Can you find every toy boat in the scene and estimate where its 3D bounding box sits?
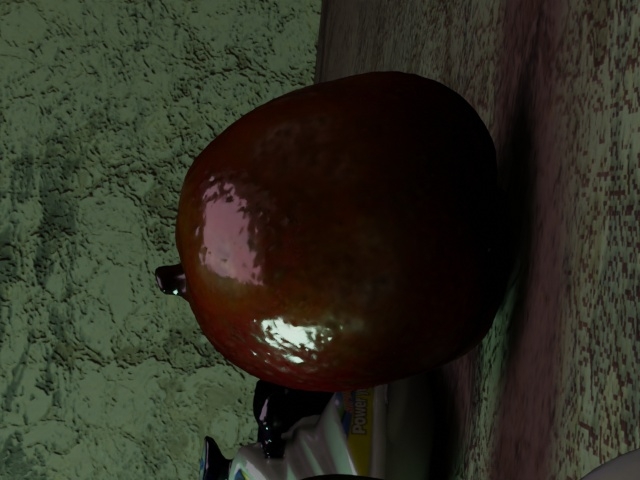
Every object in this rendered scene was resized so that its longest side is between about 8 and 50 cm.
[{"bbox_3d":[0.005,0.126,1.135,0.269,0.140,0.141,-51,-31,-72],"label":"toy boat"}]

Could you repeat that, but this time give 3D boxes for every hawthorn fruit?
[{"bbox_3d":[0.000,0.000,0.965,0.169,0.188,0.169,-7,-90,-77],"label":"hawthorn fruit"}]

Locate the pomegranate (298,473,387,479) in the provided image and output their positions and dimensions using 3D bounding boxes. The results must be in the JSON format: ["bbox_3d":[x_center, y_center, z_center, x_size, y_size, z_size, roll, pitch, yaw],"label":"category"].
[{"bbox_3d":[0.023,0.201,0.903,0.191,0.131,0.152,67,-167,-48],"label":"pomegranate"}]

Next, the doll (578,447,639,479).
[{"bbox_3d":[0.018,0.247,0.413,0.376,0.187,0.365,-66,7,-16],"label":"doll"}]
